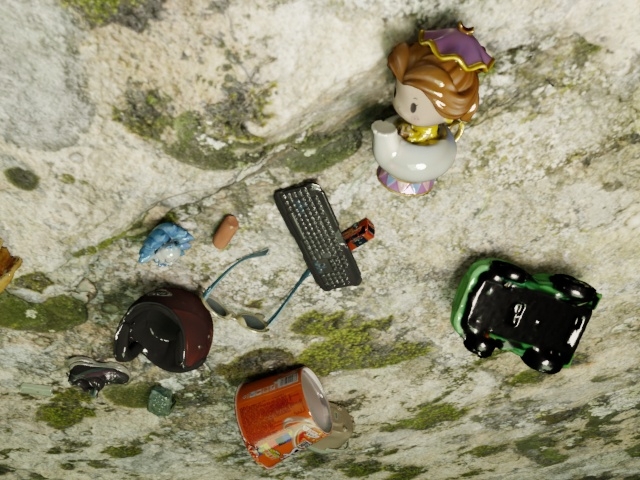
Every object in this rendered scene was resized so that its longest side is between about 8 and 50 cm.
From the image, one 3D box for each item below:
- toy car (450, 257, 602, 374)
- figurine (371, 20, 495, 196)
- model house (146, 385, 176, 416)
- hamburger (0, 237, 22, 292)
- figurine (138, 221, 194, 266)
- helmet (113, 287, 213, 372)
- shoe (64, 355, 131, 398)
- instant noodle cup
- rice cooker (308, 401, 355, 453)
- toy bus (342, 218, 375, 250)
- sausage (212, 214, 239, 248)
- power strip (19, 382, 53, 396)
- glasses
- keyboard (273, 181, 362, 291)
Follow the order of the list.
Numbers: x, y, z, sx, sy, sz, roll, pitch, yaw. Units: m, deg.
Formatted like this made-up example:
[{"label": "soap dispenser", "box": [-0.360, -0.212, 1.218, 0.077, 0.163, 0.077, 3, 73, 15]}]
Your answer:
[{"label": "toy car", "box": [0.464, 0.160, 1.157, 0.358, 0.176, 0.214, 15, 103, -8]}, {"label": "figurine", "box": [0.161, -0.198, 0.783, 0.189, 0.142, 0.263, -22, 143, -28]}, {"label": "model house", "box": [-0.465, 0.468, 1.522, 0.078, 0.066, 0.083, 18, 116, -7]}, {"label": "hamburger", "box": [-0.753, 0.074, 1.018, 0.261, 0.131, 0.124, -14, 136, 4]}, {"label": "figurine", "box": [-0.299, 0.005, 1.008, 0.114, 0.079, 0.114, -20, 157, -9]}, {"label": "helmet", "box": [-0.333, 0.202, 1.134, 0.189, 0.193, 0.216, 2, 130, 13]}, {"label": "shoe", "box": [-0.595, 0.374, 1.373, 0.169, 0.099, 0.071, 22, 129, -26]}, {"label": "instant noodle cup", "box": [-0.094, 0.475, 1.426, 0.192, 0.250, 0.250, -26, 133, 11]}, {"label": "rice cooker", "box": [0.013, 0.577, 1.602, 0.206, 0.145, 0.127, 21, 122, -28]}, {"label": "toy bus", "box": [0.061, 0.000, 1.053, 0.110, 0.043, 0.031, -32, 130, 28]}, {"label": "sausage", "box": [-0.190, -0.015, 1.028, 0.034, 0.034, 0.083, 20, 133, -23]}, {"label": "power strip", "box": [-0.812, 0.428, 1.476, 0.090, 0.016, 0.040, 13, 136, -16]}, {"label": "glasses", "box": [-0.139, 0.122, 1.139, 0.189, 0.088, 0.220, 30, 127, -31]}, {"label": "keyboard", "box": [0.000, 0.000, 1.024, 0.106, 0.016, 0.262, -13, 124, 19]}]
